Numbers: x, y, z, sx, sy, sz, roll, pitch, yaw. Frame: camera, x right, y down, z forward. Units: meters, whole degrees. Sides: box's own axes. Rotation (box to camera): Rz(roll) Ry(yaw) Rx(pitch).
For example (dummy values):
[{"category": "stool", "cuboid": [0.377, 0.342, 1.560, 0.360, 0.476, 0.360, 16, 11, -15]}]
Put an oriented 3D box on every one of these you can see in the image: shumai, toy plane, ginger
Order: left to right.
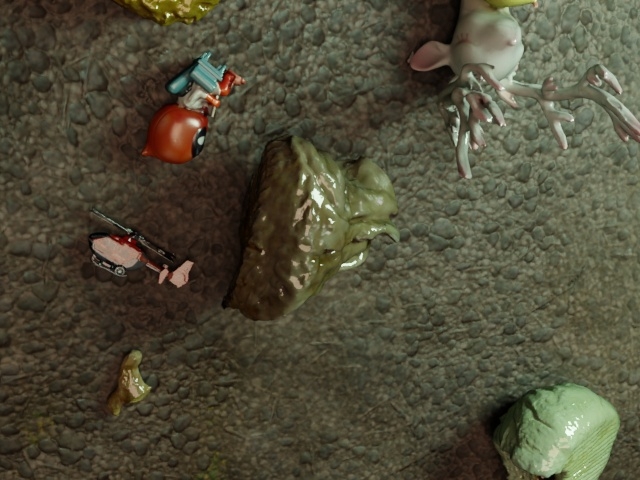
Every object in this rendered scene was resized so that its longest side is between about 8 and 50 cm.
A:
[{"category": "ginger", "cuboid": [-0.243, 0.191, 0.991, 0.048, 0.030, 0.097, 19, 104, -16]}, {"category": "toy plane", "cuboid": [-0.228, 0.019, 0.937, 0.145, 0.037, 0.060, 29, 89, -15]}, {"category": "shumai", "cuboid": [0.001, -0.001, 0.900, 0.185, 0.184, 0.218, 12, 92, -14]}]

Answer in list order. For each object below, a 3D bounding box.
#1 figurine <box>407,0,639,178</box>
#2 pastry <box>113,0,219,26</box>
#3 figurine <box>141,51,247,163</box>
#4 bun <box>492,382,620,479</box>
[{"category": "figurine", "cuboid": [0.191, -0.236, 0.832, 0.206, 0.284, 0.316, -18, 122, -5]}, {"category": "pastry", "cuboid": [-0.174, -0.322, 0.802, 0.188, 0.103, 0.189, -4, 109, -11]}, {"category": "figurine", "cuboid": [-0.153, -0.148, 0.882, 0.075, 0.068, 0.140, 33, 96, -22]}, {"category": "bun", "cuboid": [0.325, 0.294, 1.098, 0.203, 0.126, 0.213, -3, 116, -39]}]
